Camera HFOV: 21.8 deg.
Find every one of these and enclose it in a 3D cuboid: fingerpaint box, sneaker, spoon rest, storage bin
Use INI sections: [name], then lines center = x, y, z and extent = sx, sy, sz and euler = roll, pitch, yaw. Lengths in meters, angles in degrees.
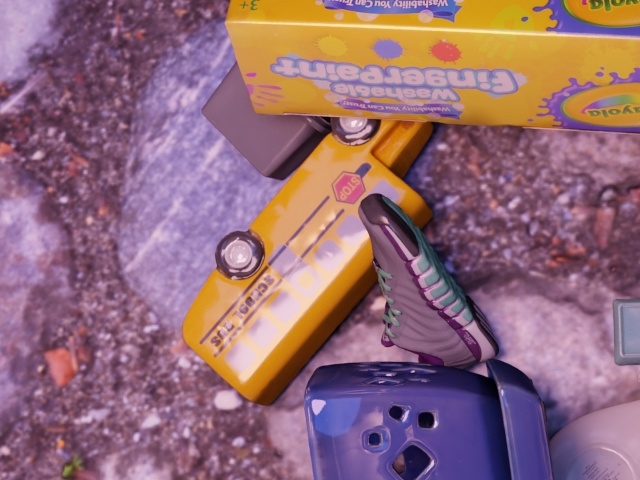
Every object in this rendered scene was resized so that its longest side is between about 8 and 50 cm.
[fingerpaint box]
center = 0.167, -0.303, 1.624
extent = 0.444, 0.163, 0.371
euler = 5, 60, 14
[sneaker]
center = 0.083, 0.057, 1.624
extent = 0.098, 0.083, 0.224
euler = -33, 117, 11
[spoon rest]
center = 0.327, 0.191, 1.609
extent = 0.276, 0.084, 0.137
euler = -44, 72, 15
[storage bin]
center = -0.057, -0.131, 1.741
extent = 0.135, 0.098, 0.091
euler = 45, 101, 16

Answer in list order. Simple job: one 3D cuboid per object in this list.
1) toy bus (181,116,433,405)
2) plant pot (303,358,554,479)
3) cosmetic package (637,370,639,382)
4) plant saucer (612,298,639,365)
[toy bus]
center = 0.000, 0.000, 1.690
extent = 0.130, 0.108, 0.333
euler = 41, 90, 16
[plant pot]
center = 0.108, 0.227, 1.543
extent = 0.212, 0.236, 0.236
euler = -8, 92, 3
[cosmetic package]
center = 0.483, 0.058, 1.421
extent = 0.385, 0.217, 0.156
euler = -45, 100, 2
[plant saucer]
center = 0.385, 0.087, 1.637
extent = 0.192, 0.018, 0.067
euler = -2, 79, 11
